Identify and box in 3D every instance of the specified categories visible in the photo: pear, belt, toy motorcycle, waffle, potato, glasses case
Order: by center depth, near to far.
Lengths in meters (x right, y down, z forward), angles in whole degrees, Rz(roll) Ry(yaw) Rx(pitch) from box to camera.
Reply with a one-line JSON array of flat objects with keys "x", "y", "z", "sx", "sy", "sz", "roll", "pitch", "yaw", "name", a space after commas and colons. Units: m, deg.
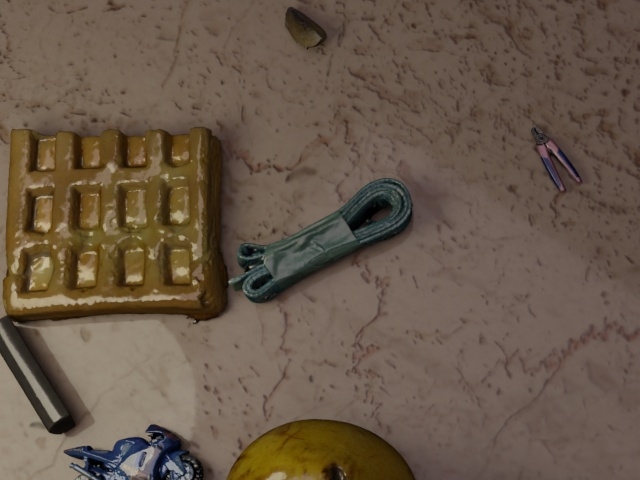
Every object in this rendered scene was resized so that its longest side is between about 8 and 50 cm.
[{"x": -0.001, "y": 0.365, "z": 1.510, "sx": 0.281, "sy": 0.280, "sz": 0.280, "roll": -1, "pitch": 76, "yaw": 6, "name": "pear"}, {"x": -0.273, "y": 0.331, "z": 1.652, "sx": 0.205, "sy": 0.076, "sz": 0.114, "roll": -13, "pitch": 67, "yaw": 5, "name": "toy motorcycle"}, {"x": -0.433, "y": 0.202, "z": 1.697, "sx": 0.042, "sy": 0.072, "sz": 0.190, "roll": -34, "pitch": 75, "yaw": -8, "name": "glasses case"}, {"x": 0.000, "y": 0.000, "z": 1.703, "sx": 0.302, "sy": 0.072, "sz": 0.087, "roll": -26, "pitch": 79, "yaw": -3, "name": "belt"}, {"x": -0.319, "y": -0.023, "z": 1.738, "sx": 0.348, "sy": 0.077, "sz": 0.304, "roll": -2, "pitch": 77, "yaw": 5, "name": "waffle"}, {"x": -0.021, "y": -0.333, "z": 1.806, "sx": 0.093, "sy": 0.036, "sz": 0.037, "roll": 49, "pitch": 122, "yaw": 31, "name": "potato"}]

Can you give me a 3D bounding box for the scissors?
[{"x": 0.355, "y": -0.127, "z": 1.725, "sx": 0.039, "sy": 0.012, "sz": 0.113, "roll": -28, "pitch": 75, "yaw": -1, "name": "scissors"}]
